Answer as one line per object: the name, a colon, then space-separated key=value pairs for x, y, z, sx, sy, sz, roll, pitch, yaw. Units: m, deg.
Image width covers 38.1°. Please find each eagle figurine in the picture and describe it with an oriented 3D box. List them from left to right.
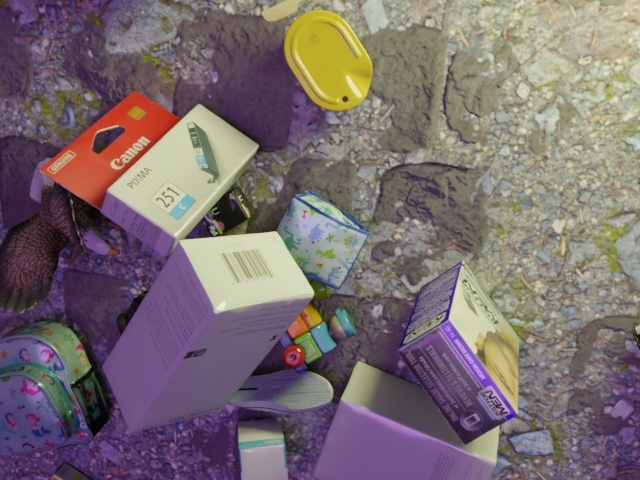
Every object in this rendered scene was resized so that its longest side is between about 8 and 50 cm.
eagle figurine: x=-0.468 y=-0.022 z=1.672 sx=0.225 sy=0.298 sz=0.226 roll=0 pitch=105 yaw=13

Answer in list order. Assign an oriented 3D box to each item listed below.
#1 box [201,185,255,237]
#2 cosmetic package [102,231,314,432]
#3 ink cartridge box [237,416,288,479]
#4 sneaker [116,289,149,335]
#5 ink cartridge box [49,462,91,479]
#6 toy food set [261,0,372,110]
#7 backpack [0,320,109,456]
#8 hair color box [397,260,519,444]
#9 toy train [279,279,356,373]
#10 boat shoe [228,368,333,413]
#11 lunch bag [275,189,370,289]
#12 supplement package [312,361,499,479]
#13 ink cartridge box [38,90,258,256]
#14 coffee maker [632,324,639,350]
box: x=-0.176 y=-0.053 z=1.728 sx=0.083 sy=0.052 sz=0.062 roll=-27 pitch=99 yaw=17
cosmetic package: x=-0.209 y=0.164 z=1.637 sx=0.156 sy=0.217 sz=0.385 roll=58 pitch=134 yaw=27
ink cartridge box: x=-0.113 y=0.410 z=1.804 sx=0.090 sy=0.143 sz=0.092 roll=-5 pitch=105 yaw=-4
sneaker: x=-0.346 y=0.189 z=1.835 sx=0.089 sy=0.051 sz=0.170 roll=-17 pitch=98 yaw=21
ink cartridge box: x=-0.502 y=0.680 z=2.000 sx=0.307 sy=0.072 sz=0.303 roll=34 pitch=109 yaw=4
toy food set: x=-0.001 y=-0.326 z=1.611 sx=0.128 sy=0.071 sz=0.218 roll=-33 pitch=99 yaw=-5
backpack: x=-0.570 y=0.297 z=1.853 sx=0.225 sy=0.191 sz=0.253 roll=-14 pitch=97 yaw=17
hair color box: x=0.240 y=0.173 z=1.544 sx=0.110 sy=0.339 sz=0.185 roll=-34 pitch=95 yaw=20
toy train: x=-0.049 y=0.108 z=1.730 sx=0.143 sy=0.105 sz=0.248 roll=-30 pitch=90 yaw=3
boat shoe: x=-0.077 y=0.293 z=1.794 sx=0.226 sy=0.076 sz=0.083 roll=2 pitch=69 yaw=20
lunch bag: x=0.000 y=0.000 z=1.681 sx=0.151 sy=0.096 sz=0.129 roll=31 pitch=110 yaw=13
supplement package: x=0.161 y=0.380 z=1.707 sx=0.293 sy=0.175 sz=0.177 roll=22 pitch=110 yaw=6
ink cartridge box: x=-0.288 y=-0.143 z=1.601 sx=0.261 sy=0.296 sz=0.066 roll=34 pitch=135 yaw=1
coffee maker: x=0.633 y=0.174 z=1.546 sx=0.178 sy=0.171 sz=0.120 roll=-35 pitch=112 yaw=21
